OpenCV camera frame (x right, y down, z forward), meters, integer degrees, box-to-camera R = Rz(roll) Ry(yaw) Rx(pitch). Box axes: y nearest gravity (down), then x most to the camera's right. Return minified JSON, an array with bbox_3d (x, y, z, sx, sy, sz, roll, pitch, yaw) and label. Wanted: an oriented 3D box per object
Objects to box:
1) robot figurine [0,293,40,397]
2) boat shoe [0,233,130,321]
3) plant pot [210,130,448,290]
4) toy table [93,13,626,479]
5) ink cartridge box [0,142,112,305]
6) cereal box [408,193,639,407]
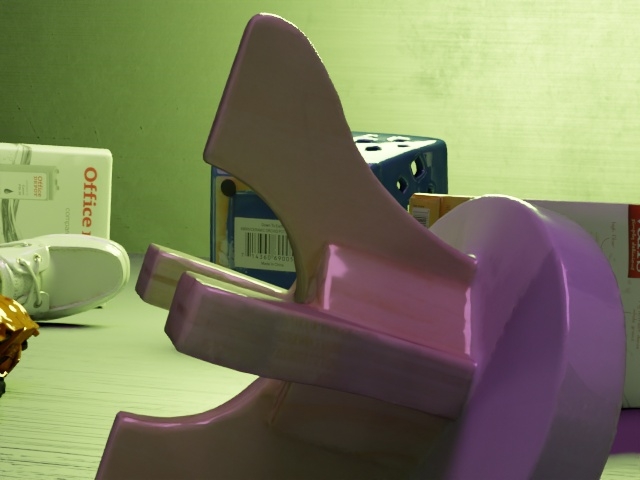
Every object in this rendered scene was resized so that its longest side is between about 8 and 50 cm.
[{"bbox_3d":[-0.306,0.048,1.141,0.211,0.085,0.291,44,4,2],"label":"robot figurine"},{"bbox_3d":[-0.347,0.050,1.725,0.277,0.098,0.096,-7,5,-12],"label":"boat shoe"},{"bbox_3d":[0.000,0.000,1.730,0.236,0.236,0.212,4,9,25],"label":"plant pot"},{"bbox_3d":[0.005,0.043,0.682,0.160,0.252,0.274,18,-12,-12],"label":"toy table"},{"bbox_3d":[-0.414,-0.024,2.007,0.283,0.207,0.117,2,3,-11],"label":"ink cartridge box"},{"bbox_3d":[0.175,0.051,1.246,0.240,0.173,0.047,0,3,-32],"label":"cereal box"}]
